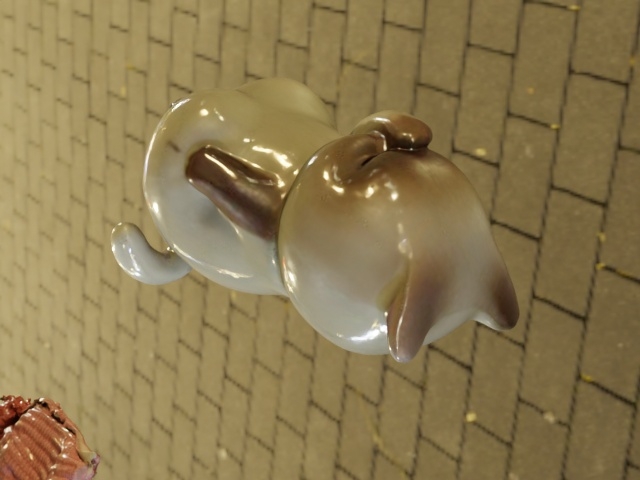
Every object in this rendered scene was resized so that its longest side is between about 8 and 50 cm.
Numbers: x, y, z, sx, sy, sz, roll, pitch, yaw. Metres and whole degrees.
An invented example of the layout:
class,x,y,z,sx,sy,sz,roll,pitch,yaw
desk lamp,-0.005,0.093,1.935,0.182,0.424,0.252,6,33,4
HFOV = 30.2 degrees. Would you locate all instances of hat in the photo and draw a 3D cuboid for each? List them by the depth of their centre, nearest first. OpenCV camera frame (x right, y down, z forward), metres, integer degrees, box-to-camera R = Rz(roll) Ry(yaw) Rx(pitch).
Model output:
class,x,y,z,sx,sy,sz,roll,pitch,yaw
hat,-0.381,0.311,1.596,0.237,0.107,0.286,-60,39,13

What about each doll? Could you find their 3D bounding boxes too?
class,x,y,z,sx,sy,sz,roll,pitch,yaw
doll,-0.007,-0.030,1.105,0.370,0.215,0.226,16,101,36
